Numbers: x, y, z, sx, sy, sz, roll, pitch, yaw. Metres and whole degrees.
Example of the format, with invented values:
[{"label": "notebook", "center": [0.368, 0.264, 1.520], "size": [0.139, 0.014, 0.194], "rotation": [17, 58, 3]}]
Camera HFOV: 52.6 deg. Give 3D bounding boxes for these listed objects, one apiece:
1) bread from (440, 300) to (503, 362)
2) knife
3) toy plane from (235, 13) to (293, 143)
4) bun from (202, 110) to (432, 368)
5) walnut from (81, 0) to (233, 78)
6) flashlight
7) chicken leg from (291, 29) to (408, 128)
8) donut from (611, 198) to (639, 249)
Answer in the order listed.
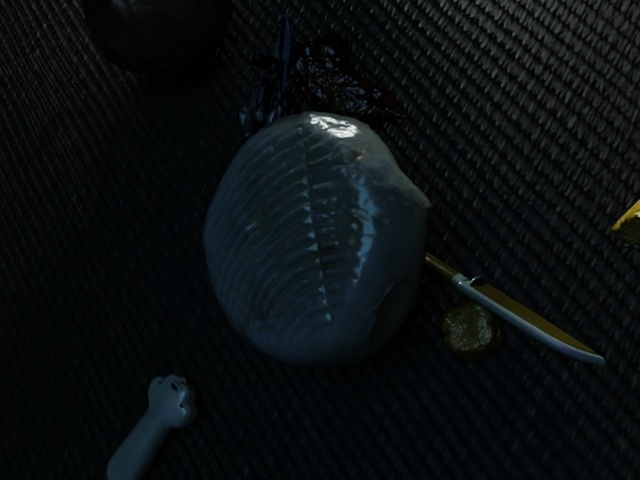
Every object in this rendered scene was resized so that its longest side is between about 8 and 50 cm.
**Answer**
[{"label": "bread", "center": [0.195, 0.116, 0.839], "size": [0.081, 0.046, 0.083], "rotation": [36, 95, 32]}, {"label": "knife", "center": [0.207, 0.061, 0.836], "size": [0.343, 0.061, 0.027], "rotation": [35, 112, 38]}, {"label": "toy plane", "center": [-0.082, -0.226, 0.996], "size": [0.169, 0.078, 0.247], "rotation": [-164, 77, -64]}, {"label": "bun", "center": [0.002, 0.005, 0.856], "size": [0.354, 0.194, 0.355], "rotation": [-4, 84, 44]}, {"label": "walnut", "center": [-0.278, -0.399, 1.079], "size": [0.248, 0.248, 0.249], "rotation": [-6, 75, 23]}, {"label": "flashlight", "center": [-0.260, 0.298, 0.998], "size": [0.093, 0.047, 0.200], "rotation": [36, 96, 27]}, {"label": "chicken leg", "center": [0.030, -0.243, 0.994], "size": [0.105, 0.063, 0.234], "rotation": [-41, 67, 15]}, {"label": "donut", "center": [0.482, -0.017, 0.722], "size": [0.259, 0.101, 0.152], "rotation": [32, 86, 31]}]
